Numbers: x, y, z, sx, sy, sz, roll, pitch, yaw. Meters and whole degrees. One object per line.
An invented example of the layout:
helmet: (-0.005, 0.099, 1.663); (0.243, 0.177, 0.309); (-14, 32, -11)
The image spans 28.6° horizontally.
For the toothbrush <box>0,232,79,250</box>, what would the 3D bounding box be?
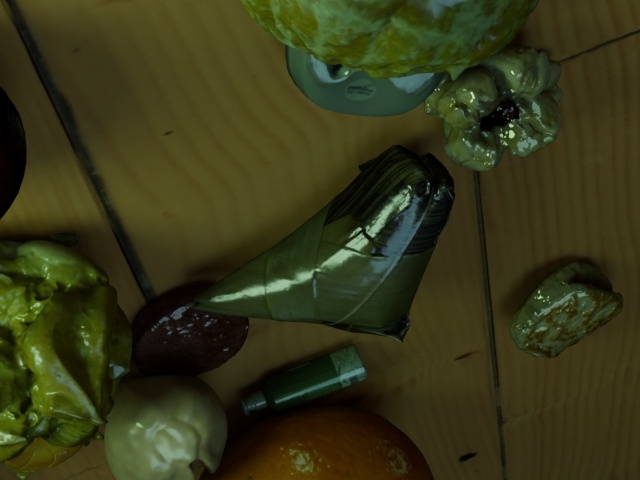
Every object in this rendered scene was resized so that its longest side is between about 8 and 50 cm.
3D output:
toothbrush: (-0.423, 0.005, 1.551); (0.257, 0.018, 0.024); (-2, 133, -28)

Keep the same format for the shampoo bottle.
shampoo bottle: (-0.030, 0.229, 1.996); (0.205, 0.065, 0.065); (-21, 142, -6)

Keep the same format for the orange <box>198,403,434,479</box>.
orange: (-0.010, 0.471, 2.040); (0.424, 0.326, 0.423); (-12, 132, -13)

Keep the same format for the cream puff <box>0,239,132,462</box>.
cream puff: (-0.395, 0.164, 1.551); (0.325, 0.257, 0.291); (-3, 138, -25)

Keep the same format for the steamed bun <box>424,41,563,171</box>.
steamed bun: (0.239, -0.175, 1.638); (0.192, 0.106, 0.177); (-28, 144, 0)

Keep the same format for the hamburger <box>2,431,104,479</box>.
hamburger: (-0.406, 0.258, 1.795); (0.164, 0.093, 0.189); (-21, 143, -9)

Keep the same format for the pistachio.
pistachio: (-0.233, 0.286, 1.840); (0.188, 0.187, 0.299); (-16, 164, -12)

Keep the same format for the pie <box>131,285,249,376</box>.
pie: (-0.187, 0.137, 1.811); (0.182, 0.049, 0.182); (-16, 140, -14)

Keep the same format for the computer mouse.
computer mouse: (0.069, -0.288, 1.425); (0.197, 0.095, 0.330); (5, 124, -15)

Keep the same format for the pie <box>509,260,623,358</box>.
pie: (0.407, 0.119, 2.091); (0.205, 0.084, 0.179); (19, 126, -44)

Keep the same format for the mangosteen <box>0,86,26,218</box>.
mangosteen: (-0.414, -0.064, 1.279); (0.236, 0.261, 0.235); (-14, 141, -11)

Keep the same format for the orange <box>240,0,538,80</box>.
orange: (0.068, -0.286, 1.251); (0.369, 0.210, 0.270); (12, 120, -18)

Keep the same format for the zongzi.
zongzi: (0.000, 0.000, 1.688); (0.318, 0.154, 0.289); (1, 127, -22)
